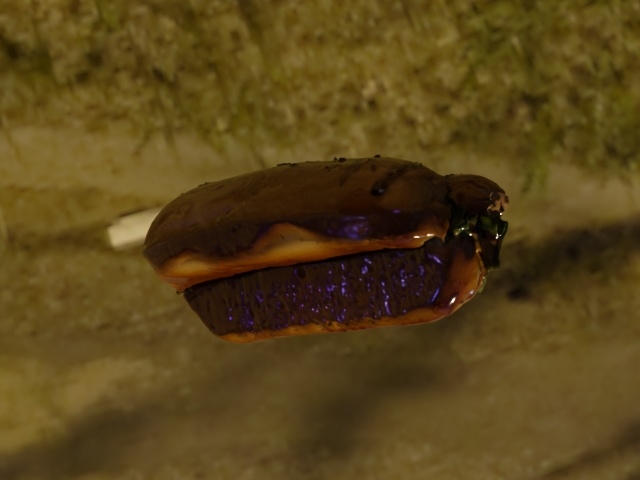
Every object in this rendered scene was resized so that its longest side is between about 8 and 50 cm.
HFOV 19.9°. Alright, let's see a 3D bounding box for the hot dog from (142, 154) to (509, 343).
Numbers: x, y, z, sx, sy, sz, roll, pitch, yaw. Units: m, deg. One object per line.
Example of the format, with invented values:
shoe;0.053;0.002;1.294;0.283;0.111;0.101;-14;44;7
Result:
hot dog;0.000;0.000;0.434;0.049;0.037;0.122;45;149;-25
